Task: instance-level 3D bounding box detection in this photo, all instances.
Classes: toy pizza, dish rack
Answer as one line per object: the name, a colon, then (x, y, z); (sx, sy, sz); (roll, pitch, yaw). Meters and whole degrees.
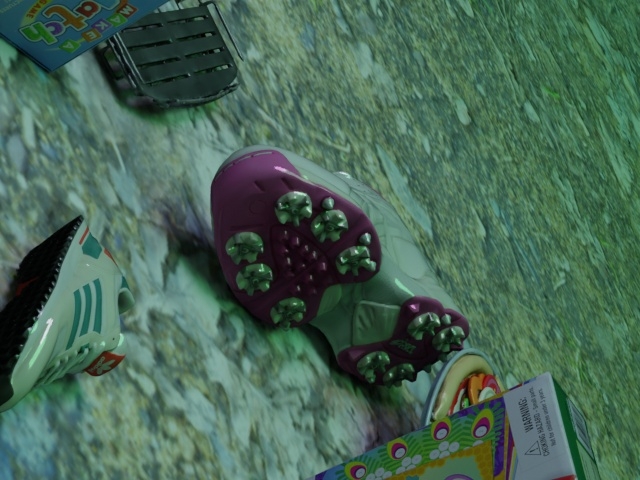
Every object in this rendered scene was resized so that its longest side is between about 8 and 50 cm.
toy pizza: (0.123, 0.184, 1.272); (0.201, 0.032, 0.201); (3, 87, -64)
dish rack: (-0.131, -0.229, 1.201); (0.272, 0.074, 0.208); (64, 24, -2)

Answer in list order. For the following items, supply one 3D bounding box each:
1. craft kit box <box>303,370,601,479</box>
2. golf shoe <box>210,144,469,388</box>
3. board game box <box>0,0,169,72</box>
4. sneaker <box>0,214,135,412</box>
craft kit box: (0.042, 0.215, 0.857); (0.061, 0.246, 0.250); (50, 20, -35)
golf shoe: (0.000, 0.000, 1.220); (0.306, 0.115, 0.140); (45, 19, -51)
board game box: (-0.170, -0.198, 0.976); (0.211, 0.160, 0.039); (38, 33, -46)
sneaker: (-0.139, 0.053, 0.914); (0.075, 0.057, 0.161); (49, 24, -19)
